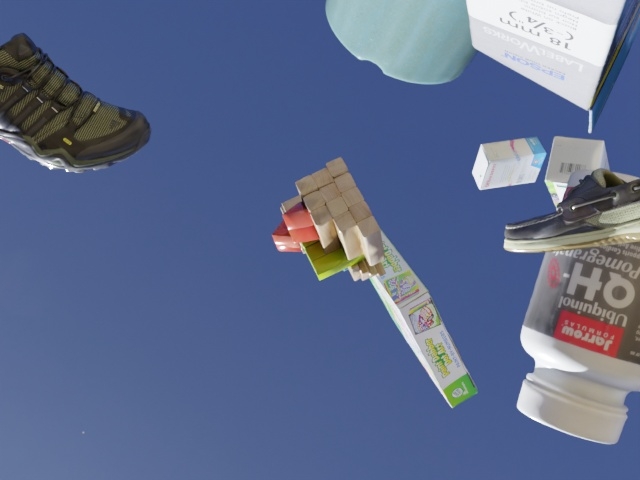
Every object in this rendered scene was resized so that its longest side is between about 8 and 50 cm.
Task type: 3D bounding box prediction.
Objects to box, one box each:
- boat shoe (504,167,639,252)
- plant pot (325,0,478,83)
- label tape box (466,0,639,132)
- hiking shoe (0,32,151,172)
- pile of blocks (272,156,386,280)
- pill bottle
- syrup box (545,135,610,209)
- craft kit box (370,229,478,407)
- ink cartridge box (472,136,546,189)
[{"bbox_3d":[0.274,-0.033,0.754,0.080,0.223,0.074,-7,-93,-45],"label":"boat shoe"},{"bbox_3d":[0.178,-0.436,1.169,0.341,0.334,0.341,12,-130,-15],"label":"plant pot"},{"bbox_3d":[0.191,-0.235,0.528,0.105,0.333,0.241,25,-91,16],"label":"label tape box"},{"bbox_3d":[-0.283,-0.143,0.796,0.226,0.114,0.086,10,-136,-3],"label":"hiking shoe"},{"bbox_3d":[0.000,0.000,1.053,0.112,0.362,0.149,-25,-91,-3],"label":"pile of blocks"},{"bbox_3d":[0.359,0.083,1.013,0.176,0.176,0.319,16,-88,-12],"label":"pill bottle"},{"bbox_3d":[0.515,-0.118,1.581,0.093,0.237,0.096,10,-102,25],"label":"syrup box"},{"bbox_3d":[0.138,0.103,1.264,0.061,0.250,0.247,-29,-54,-2],"label":"craft kit box"},{"bbox_3d":[0.373,-0.154,1.586,0.122,0.089,0.052,-10,-126,-11],"label":"ink cartridge box"}]
